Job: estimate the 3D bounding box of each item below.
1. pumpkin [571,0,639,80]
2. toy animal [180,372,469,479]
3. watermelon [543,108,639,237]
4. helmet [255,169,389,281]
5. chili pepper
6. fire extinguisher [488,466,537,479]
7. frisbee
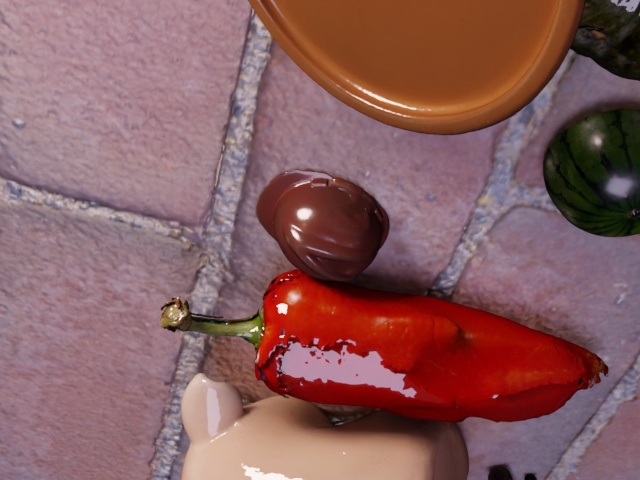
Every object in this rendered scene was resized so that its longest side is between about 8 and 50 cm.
[{"bbox_3d":[0.187,-0.186,0.414,0.224,0.157,0.223,11,139,10],"label":"pumpkin"},{"bbox_3d":[0.007,0.229,0.759,0.256,0.195,0.213,-1,168,11],"label":"toy animal"},{"bbox_3d":[0.216,-0.041,0.589,0.105,0.062,0.105,5,132,6],"label":"watermelon"},{"bbox_3d":[0.000,0.000,0.644,0.111,0.057,0.089,25,129,-15],"label":"helmet"},{"bbox_3d":[0.061,0.091,0.685,0.387,0.110,0.110,9,129,-5],"label":"chili pepper"},{"bbox_3d":[0.213,0.276,0.871,0.046,0.032,0.100,-35,125,-12],"label":"fire extinguisher"},{"bbox_3d":[0.031,-0.168,0.446,0.251,0.021,0.251,32,146,25],"label":"frisbee"}]
